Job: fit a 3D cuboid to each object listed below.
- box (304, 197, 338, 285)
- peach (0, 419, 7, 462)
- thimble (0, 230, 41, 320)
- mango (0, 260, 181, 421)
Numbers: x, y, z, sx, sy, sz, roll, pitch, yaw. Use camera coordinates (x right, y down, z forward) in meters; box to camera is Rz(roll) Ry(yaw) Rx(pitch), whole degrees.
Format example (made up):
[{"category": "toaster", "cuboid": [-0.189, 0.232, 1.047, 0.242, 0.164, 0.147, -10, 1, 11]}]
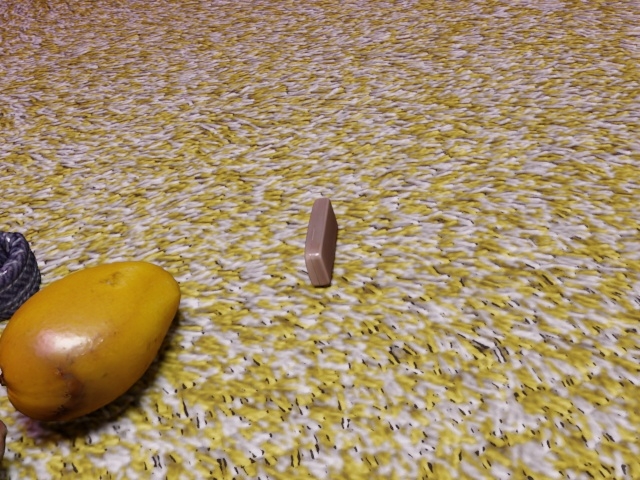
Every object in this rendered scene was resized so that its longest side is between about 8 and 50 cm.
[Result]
[{"category": "box", "cuboid": [0.000, 0.000, 0.872, 0.025, 0.048, 0.115, -11, 36, 14]}, {"category": "peach", "cuboid": [-0.380, 0.165, 0.637, 0.232, 0.232, 0.232, -6, 36, 5]}, {"category": "thimble", "cuboid": [-0.380, 0.041, 0.892, 0.095, 0.066, 0.104, -1, 37, 8]}, {"category": "mango", "cuboid": [-0.219, 0.088, 0.762, 0.144, 0.112, 0.219, 7, 28, 23]}]
